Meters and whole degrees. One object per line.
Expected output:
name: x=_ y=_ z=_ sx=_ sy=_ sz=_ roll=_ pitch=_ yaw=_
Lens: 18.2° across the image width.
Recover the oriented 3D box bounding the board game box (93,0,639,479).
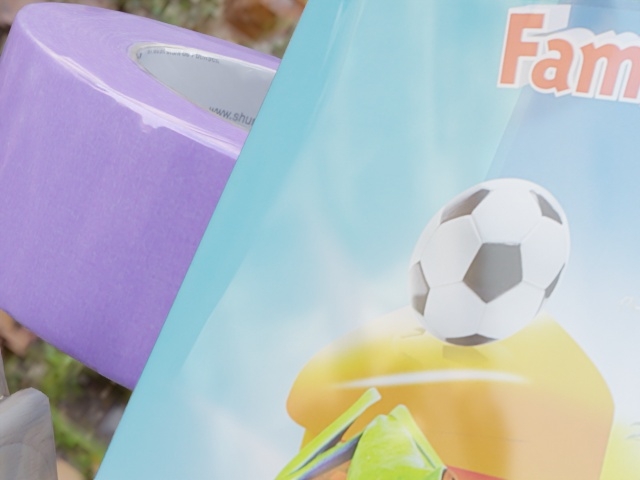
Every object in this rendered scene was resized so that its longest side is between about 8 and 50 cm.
board game box: x=0.076 y=0.055 z=0.398 sx=0.079 sy=0.254 sz=0.336 roll=37 pitch=71 yaw=-48

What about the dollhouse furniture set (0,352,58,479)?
dollhouse furniture set: x=-0.262 y=0.061 z=0.516 sx=0.303 sy=0.286 sz=0.198 roll=-41 pitch=123 yaw=-72

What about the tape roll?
tape roll: x=0.000 y=0.000 z=0.765 sx=0.275 sy=0.090 sz=0.275 roll=20 pitch=12 yaw=-4
